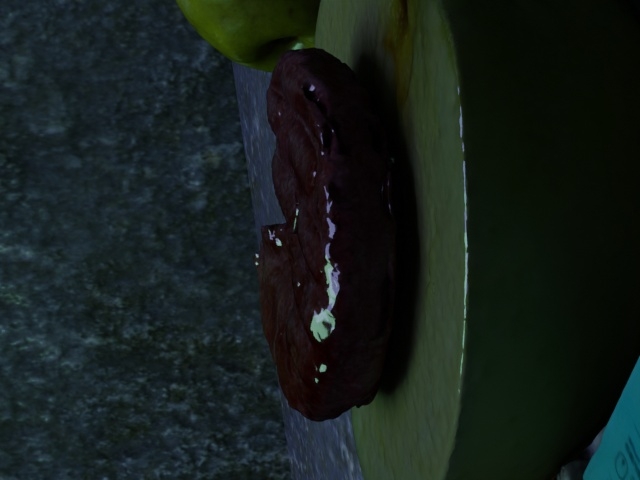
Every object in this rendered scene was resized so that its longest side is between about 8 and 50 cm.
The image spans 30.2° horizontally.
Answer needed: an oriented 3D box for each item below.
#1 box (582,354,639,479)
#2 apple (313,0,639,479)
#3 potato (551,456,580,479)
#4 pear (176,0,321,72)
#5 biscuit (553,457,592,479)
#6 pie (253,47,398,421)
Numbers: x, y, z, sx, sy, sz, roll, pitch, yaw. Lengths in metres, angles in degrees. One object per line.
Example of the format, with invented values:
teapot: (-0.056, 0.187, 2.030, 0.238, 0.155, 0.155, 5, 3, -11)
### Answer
box: (0.217, 0.097, 0.446, 0.311, 0.118, 0.205, 93, 162, -51)
apple: (0.067, -0.034, 0.714, 0.320, 0.311, 0.360, 30, 138, 19)
potato: (0.161, 0.198, 0.964, 0.170, 0.080, 0.107, -160, 74, -80)
pear: (-0.048, -0.330, 1.224, 0.253, 0.252, 0.307, 117, 156, -73)
biscuit: (0.202, 0.203, 0.610, 0.040, 0.121, 0.199, 107, 153, -65)
pie: (0.001, 0.000, 0.710, 0.204, 0.054, 0.219, -107, 20, -47)
